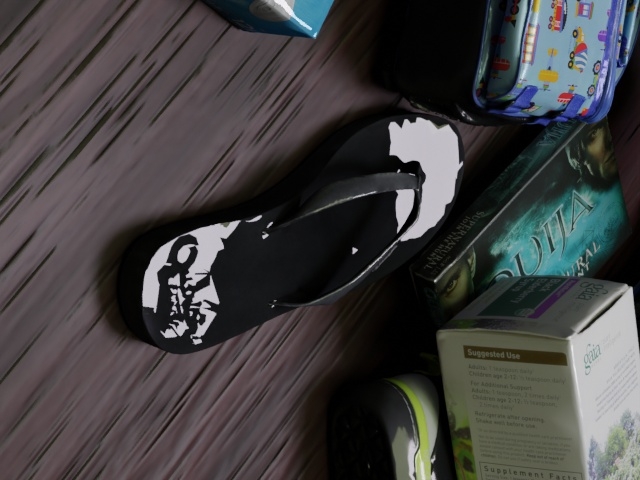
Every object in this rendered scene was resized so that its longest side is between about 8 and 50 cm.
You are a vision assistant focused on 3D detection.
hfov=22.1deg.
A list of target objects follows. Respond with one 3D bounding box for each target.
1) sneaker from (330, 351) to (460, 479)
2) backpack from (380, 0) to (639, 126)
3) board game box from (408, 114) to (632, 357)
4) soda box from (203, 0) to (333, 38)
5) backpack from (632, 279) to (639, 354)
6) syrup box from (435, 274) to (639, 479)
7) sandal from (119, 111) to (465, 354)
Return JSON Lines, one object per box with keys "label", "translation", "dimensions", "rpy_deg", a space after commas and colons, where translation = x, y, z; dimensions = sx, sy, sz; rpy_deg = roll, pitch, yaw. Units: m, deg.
{"label": "sneaker", "translation": [0.069, 0.191, 1.055], "dimensions": [0.097, 0.084, 0.234], "rpy_deg": [-13, 108, -40]}
{"label": "backpack", "translation": [0.140, -0.142, 1.023], "dimensions": [0.173, 0.117, 0.158], "rpy_deg": [9, 95, -45]}
{"label": "board game box", "translation": [0.138, 0.006, 1.099], "dimensions": [0.186, 0.026, 0.126], "rpy_deg": [-45, 137, -25]}
{"label": "soda box", "translation": [-0.075, -0.187, 0.855], "dimensions": [0.210, 0.067, 0.071], "rpy_deg": [33, 78, -40]}
{"label": "backpack", "translation": [0.306, 0.118, 1.152], "dimensions": [0.263, 0.276, 0.213], "rpy_deg": [-33, 133, -28]}
{"label": "syrup box", "translation": [0.149, 0.148, 1.035], "dimensions": [0.093, 0.096, 0.236], "rpy_deg": [-33, 118, -51]}
{"label": "sandal", "translation": [0.000, 0.001, 0.970], "dimensions": [0.254, 0.054, 0.097], "rpy_deg": [-30, 118, -33]}
